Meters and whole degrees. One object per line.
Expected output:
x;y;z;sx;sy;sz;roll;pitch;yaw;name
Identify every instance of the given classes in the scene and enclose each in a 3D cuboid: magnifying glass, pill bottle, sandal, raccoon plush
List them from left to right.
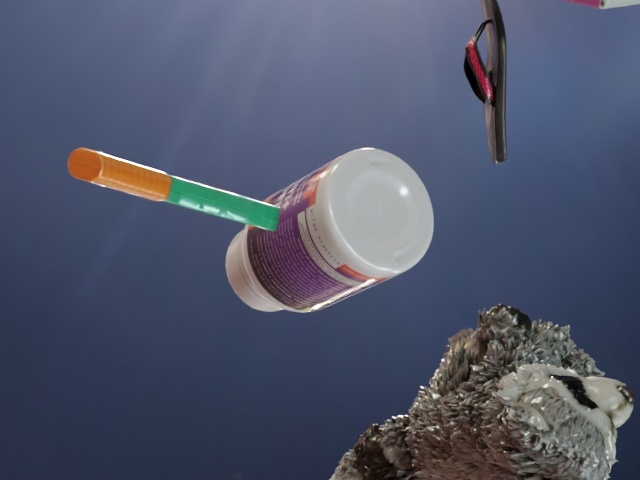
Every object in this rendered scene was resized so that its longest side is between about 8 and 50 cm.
-0.105;-0.037;1.315;0.092;0.026;0.231;17;2;28;magnifying glass
0.000;0.000;1.537;0.193;0.108;0.108;-27;-87;54;pill bottle
0.178;0.281;2.091;0.216;0.446;0.299;37;23;-7;raccoon plush
0.170;-0.169;1.889;0.067;0.040;0.179;-112;-160;-83;sandal

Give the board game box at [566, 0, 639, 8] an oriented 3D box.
0.206;-0.280;1.638;0.224;0.303;0.097;17;-73;22;board game box
